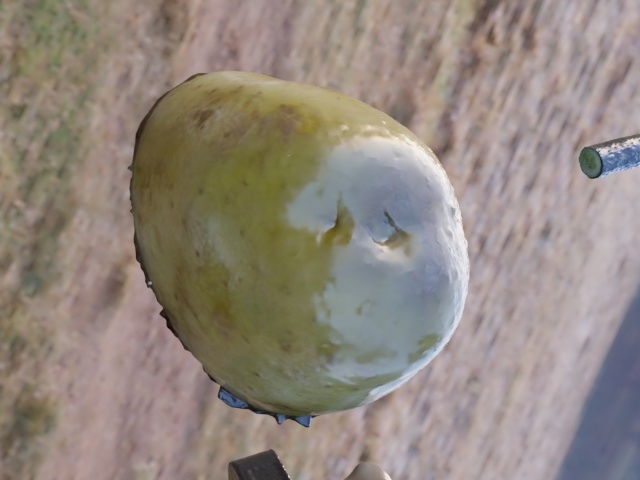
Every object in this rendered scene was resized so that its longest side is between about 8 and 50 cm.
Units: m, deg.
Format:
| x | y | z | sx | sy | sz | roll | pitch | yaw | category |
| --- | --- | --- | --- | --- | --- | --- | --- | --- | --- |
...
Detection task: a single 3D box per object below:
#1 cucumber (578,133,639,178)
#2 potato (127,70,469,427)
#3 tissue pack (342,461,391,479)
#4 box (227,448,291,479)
| x | y | z | sx | sy | sz | roll | pitch | yaw | category |
| --- | --- | --- | --- | --- | --- | --- | --- | --- | --- |
| 0.296 | -0.084 | 1.464 | 0.133 | 0.032 | 0.032 | -15 | 137 | -32 | cucumber |
| 0.000 | 0.000 | 1.159 | 0.242 | 0.242 | 0.285 | -20 | 97 | -72 | potato |
| -0.050 | 0.360 | 1.370 | 0.267 | 0.387 | 0.277 | 109 | -30 | -49 | tissue pack |
| -0.044 | 0.418 | 1.787 | 0.058 | 0.211 | 0.350 | -14 | 135 | -20 | box |
